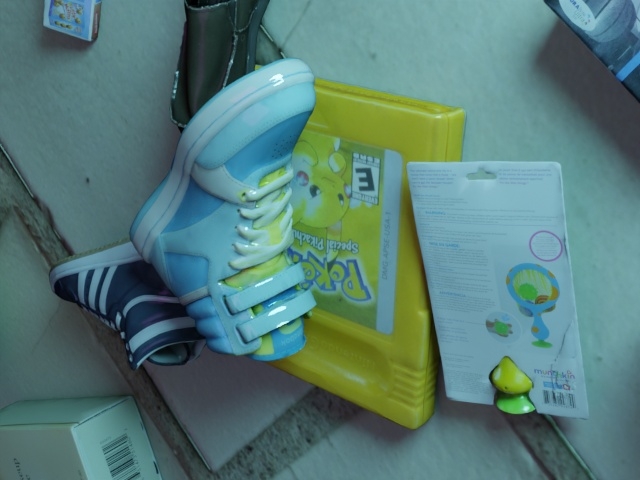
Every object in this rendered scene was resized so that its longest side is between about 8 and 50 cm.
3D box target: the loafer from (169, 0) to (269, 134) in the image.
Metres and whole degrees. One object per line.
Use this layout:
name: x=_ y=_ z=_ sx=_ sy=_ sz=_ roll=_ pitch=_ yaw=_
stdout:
loafer: x=-0.106 y=-0.203 z=0.845 sx=0.080 sy=0.078 sz=0.220 roll=17 pitch=94 yaw=34

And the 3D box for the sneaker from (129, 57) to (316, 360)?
sneaker: x=-0.051 y=-0.008 z=0.827 sx=0.208 sy=0.127 sz=0.319 roll=56 pitch=142 yaw=11

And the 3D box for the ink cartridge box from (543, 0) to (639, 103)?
ink cartridge box: x=0.309 y=-0.220 z=0.551 sx=0.165 sy=0.065 sz=0.333 roll=51 pitch=130 yaw=14

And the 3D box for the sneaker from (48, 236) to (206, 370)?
sneaker: x=-0.233 y=0.084 z=1.067 sx=0.282 sy=0.099 sz=0.153 roll=-16 pitch=81 yaw=43

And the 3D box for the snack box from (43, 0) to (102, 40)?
snack box: x=-0.279 y=-0.323 z=1.014 sx=0.064 sy=0.022 sz=0.178 roll=19 pitch=120 yaw=7

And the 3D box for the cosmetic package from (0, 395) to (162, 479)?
cosmetic package: x=-0.380 y=0.322 z=1.294 sx=0.309 sy=0.113 sz=0.160 roll=-13 pitch=98 yaw=41

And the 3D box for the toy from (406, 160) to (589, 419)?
toy: x=0.162 y=0.037 z=0.773 sx=0.136 sy=0.056 sz=0.237 roll=3 pitch=113 yaw=34

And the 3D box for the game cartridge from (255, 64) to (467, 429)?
game cartridge: x=0.000 y=0.000 z=0.898 sx=0.285 sy=0.052 sz=0.324 roll=18 pitch=116 yaw=34
